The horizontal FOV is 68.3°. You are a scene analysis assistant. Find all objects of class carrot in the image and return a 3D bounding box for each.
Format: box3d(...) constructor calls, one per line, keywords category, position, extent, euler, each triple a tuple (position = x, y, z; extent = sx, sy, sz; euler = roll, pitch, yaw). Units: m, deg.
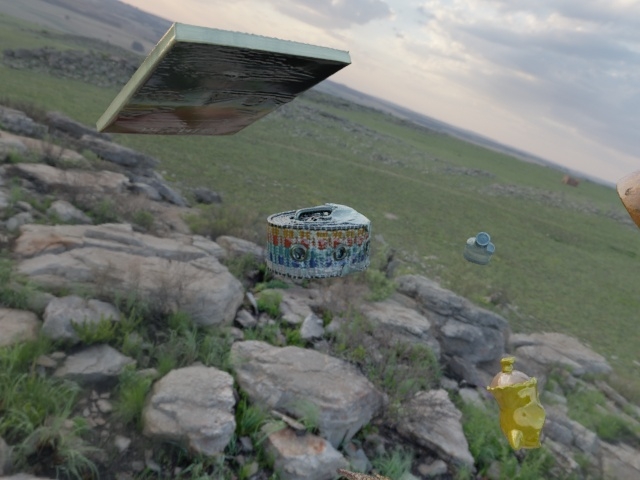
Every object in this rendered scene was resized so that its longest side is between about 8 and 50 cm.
box3d(category="carrot", position=(1.049, -0.082, 1.447), extent=(0.258, 0.100, 0.307), euler=(-9, 67, -35))

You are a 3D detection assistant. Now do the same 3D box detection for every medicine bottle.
box3d(category="medicine bottle", position=(0.504, 0.027, 1.496), extent=(0.090, 0.054, 0.208), euler=(19, -13, 18))

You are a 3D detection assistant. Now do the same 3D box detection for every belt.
box3d(category="belt", position=(0.000, 0.000, 1.082), extent=(0.257, 0.150, 0.207), euler=(-9, 19, -38))

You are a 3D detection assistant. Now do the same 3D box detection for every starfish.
box3d(category="starfish", position=(0.143, 0.580, 1.100), extent=(0.227, 0.043, 0.240), euler=(20, -11, 6))

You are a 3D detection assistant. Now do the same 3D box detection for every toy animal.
box3d(category="toy animal", position=(0.518, 0.429, 1.250), extent=(0.156, 0.230, 0.156), euler=(-5, -14, -1))

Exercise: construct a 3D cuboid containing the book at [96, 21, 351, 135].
box3d(category="book", position=(-0.168, -0.225, 0.735), extent=(0.262, 0.028, 0.374), euler=(-10, 0, -38))
